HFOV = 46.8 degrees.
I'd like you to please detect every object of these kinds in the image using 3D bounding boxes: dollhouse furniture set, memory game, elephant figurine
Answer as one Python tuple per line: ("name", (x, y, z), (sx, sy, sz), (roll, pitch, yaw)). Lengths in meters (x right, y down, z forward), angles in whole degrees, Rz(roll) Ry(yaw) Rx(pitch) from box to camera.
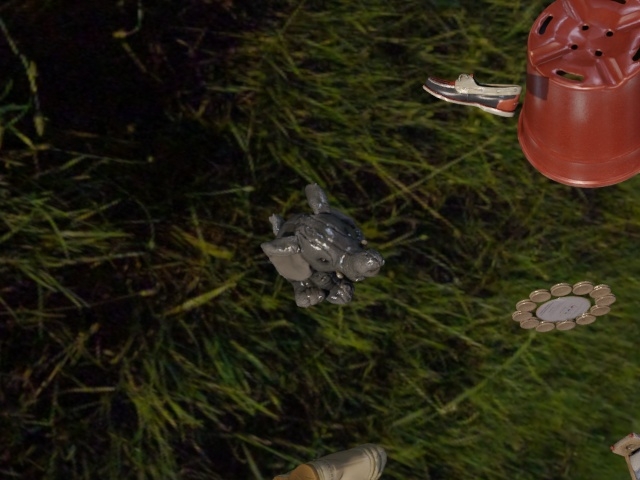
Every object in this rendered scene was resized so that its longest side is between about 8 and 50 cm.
("dollhouse furniture set", (0.677, 0.420, 1.402), (0.184, 0.128, 0.129), (-53, -156, 36))
("memory game", (0.444, 0.123, 1.354), (0.186, 0.186, 0.012), (48, 32, -50))
("elephant figurine", (0.000, 0.000, 1.119), (0.239, 0.185, 0.170), (77, 10, -71))

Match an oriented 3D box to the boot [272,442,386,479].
("boot", (0.014, 0.526, 1.632), (0.203, 0.095, 0.262), (-9, 152, -31))

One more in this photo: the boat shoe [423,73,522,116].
("boat shoe", (0.214, -0.213, 1.043), (0.049, 0.137, 0.043), (-50, 154, -57))

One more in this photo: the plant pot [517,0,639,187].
("plant pot", (0.474, -0.273, 1.294), (0.273, 0.272, 0.265), (-64, 153, -14))
